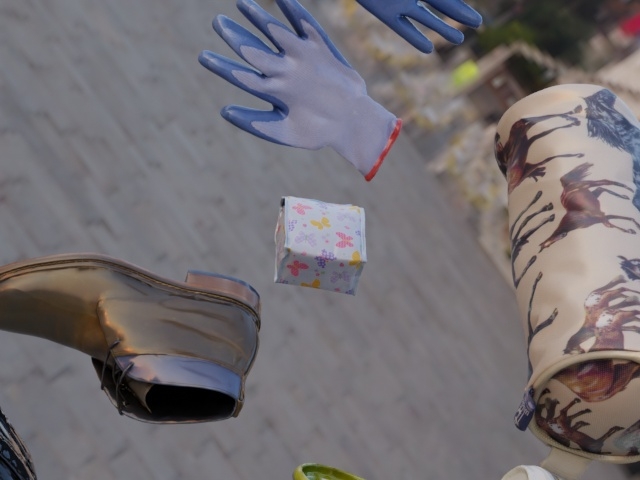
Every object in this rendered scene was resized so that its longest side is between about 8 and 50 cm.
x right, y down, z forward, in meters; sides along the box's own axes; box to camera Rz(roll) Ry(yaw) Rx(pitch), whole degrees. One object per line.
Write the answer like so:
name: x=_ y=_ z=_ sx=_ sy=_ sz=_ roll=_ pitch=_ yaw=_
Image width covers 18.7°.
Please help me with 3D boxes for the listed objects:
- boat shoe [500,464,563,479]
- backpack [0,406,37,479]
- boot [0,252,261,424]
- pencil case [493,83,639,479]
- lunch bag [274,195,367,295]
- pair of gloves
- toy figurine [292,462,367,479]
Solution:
boat shoe: x=0.119 y=0.291 z=1.500 sx=0.103 sy=0.113 sz=0.302 roll=29 pitch=50 yaw=-11
backpack: x=-0.242 y=0.146 z=1.287 sx=0.114 sy=0.084 sz=0.105 roll=54 pitch=8 yaw=-31
boot: x=-0.151 y=0.073 z=1.415 sx=0.106 sy=0.219 sz=0.082 roll=-93 pitch=-172 yaw=-45
pencil case: x=0.258 y=0.027 z=1.904 sx=0.160 sy=0.183 sz=0.410 roll=29 pitch=38 yaw=-26
lunch bag: x=0.000 y=0.000 z=1.574 sx=0.083 sy=0.071 sz=0.053 roll=-91 pitch=-166 yaw=-47
pair of gloves: x=0.019 y=-0.145 z=1.299 sx=0.159 sy=0.198 sz=0.023 roll=32 pitch=0 yaw=-24
toy figurine: x=0.103 y=0.326 z=1.310 sx=0.362 sy=0.217 sz=0.191 roll=23 pitch=22 yaw=12
